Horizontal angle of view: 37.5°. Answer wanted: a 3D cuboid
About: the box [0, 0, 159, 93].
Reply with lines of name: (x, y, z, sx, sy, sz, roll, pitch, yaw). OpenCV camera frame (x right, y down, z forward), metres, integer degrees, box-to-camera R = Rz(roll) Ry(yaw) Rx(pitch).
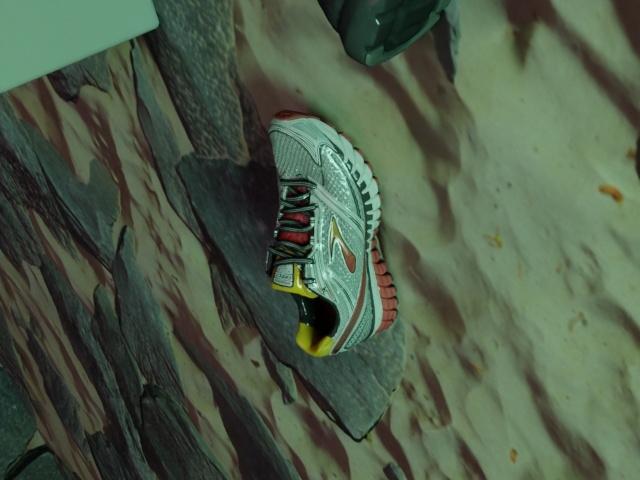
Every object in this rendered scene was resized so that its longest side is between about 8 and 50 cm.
box: (-0.318, -0.197, 0.833, 0.148, 0.311, 0.121, 18, 132, 45)

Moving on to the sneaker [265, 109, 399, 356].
sneaker: (0.000, 0.000, 0.778, 0.088, 0.093, 0.225, 14, 128, 48)

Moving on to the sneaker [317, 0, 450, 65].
sneaker: (0.042, -0.213, 0.525, 0.106, 0.101, 0.267, 51, 148, 15)
